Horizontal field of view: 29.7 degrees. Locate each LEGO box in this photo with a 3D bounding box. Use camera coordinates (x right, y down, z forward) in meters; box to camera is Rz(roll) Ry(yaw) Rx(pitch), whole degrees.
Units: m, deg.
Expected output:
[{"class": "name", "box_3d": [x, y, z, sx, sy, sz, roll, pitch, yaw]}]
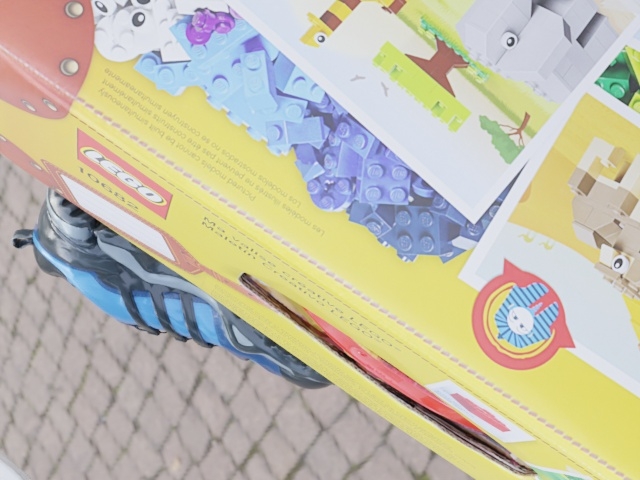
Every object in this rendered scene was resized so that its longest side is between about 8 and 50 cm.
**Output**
[{"class": "LEGO box", "box_3d": [0.130, -0.076, 0.657, 0.500, 0.372, 0.193, 34, 165, -2]}]

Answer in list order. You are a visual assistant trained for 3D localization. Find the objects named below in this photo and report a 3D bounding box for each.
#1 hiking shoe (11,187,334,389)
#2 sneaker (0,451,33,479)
[{"class": "hiking shoe", "box_3d": [-0.108, 0.037, 1.045, 0.304, 0.113, 0.132, 34, 141, -11]}, {"class": "sneaker", "box_3d": [-0.251, 0.310, 1.092, 0.305, 0.114, 0.152, 56, 178, -5]}]
